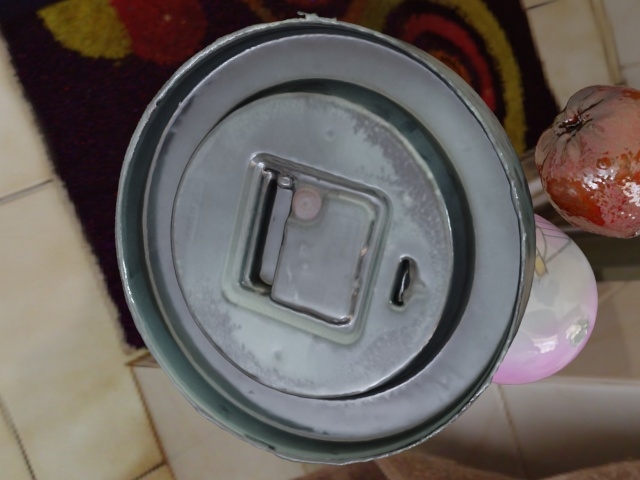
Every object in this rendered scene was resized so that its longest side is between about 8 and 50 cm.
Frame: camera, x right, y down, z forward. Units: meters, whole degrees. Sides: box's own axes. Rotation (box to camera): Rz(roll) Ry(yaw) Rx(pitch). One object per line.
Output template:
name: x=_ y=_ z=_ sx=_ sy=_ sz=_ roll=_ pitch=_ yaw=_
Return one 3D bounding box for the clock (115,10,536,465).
clock: x=-0.001 y=0.000 z=0.739 sx=0.061 sy=0.312 sz=0.313 roll=-21 pitch=101 yaw=-64

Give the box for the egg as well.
egg: x=0.175 y=0.044 z=1.154 sx=0.196 sy=0.271 sz=0.196 roll=-21 pitch=133 yaw=-24

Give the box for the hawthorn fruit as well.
hawthorn fruit: x=0.329 y=-0.074 z=1.163 sx=0.194 sy=0.157 sz=0.157 roll=44 pitch=62 yaw=-33
